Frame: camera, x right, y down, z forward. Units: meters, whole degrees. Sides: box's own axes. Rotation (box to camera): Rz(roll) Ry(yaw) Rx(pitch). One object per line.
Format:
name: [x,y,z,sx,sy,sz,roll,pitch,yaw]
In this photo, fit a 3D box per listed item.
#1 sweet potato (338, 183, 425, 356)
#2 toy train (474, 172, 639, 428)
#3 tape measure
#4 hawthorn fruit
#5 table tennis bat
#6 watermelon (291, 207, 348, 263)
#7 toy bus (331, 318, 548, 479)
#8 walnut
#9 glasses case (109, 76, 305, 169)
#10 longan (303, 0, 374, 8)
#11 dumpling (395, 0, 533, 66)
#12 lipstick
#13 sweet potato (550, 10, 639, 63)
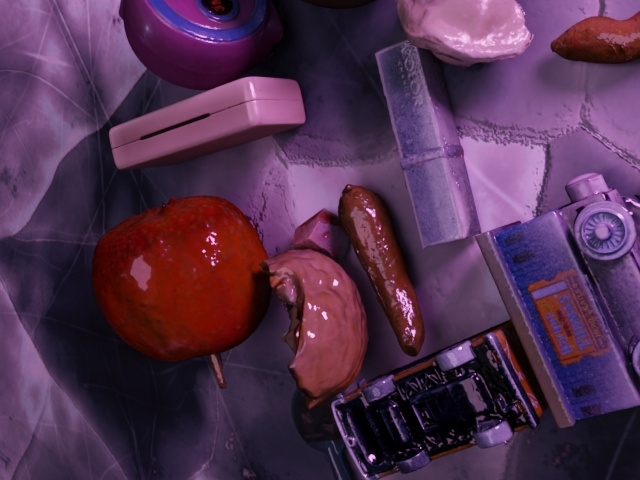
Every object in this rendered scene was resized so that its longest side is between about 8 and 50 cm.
sweet potato: [0.096,0.041,1.035,0.075,0.075,0.273,-28,77,34]
toy train: [0.333,0.077,0.852,0.202,0.131,0.299,-26,83,36]
tape measure: [-0.180,-0.353,1.069,0.231,0.245,0.149,63,149,12]
hawthorn fruit: [-0.216,0.092,1.153,0.287,0.287,0.330,-18,95,35]
table tennis bat: [0.015,0.330,1.171,0.124,0.033,0.201,-27,78,36]
watermelon: [-0.001,0.002,1.103,0.092,0.072,0.084,56,137,11]
toy bus: [0.169,0.222,0.966,0.275,0.167,0.138,-32,80,31]
walnut: [0.003,0.132,1.049,0.141,0.204,0.238,-17,113,1]
glasses case: [-0.195,-0.190,1.157,0.336,0.144,0.076,-10,93,34]
longan: [0.017,-0.434,0.929,0.215,0.246,0.246,-26,82,68]
dumpling: [0.174,-0.289,0.899,0.136,0.118,0.199,-34,57,-8]
lipstick: [0.151,-0.139,0.970,0.077,0.076,0.289,-14,90,36]
sweet potato: [0.380,-0.247,0.812,0.218,0.051,0.065,-7,92,35]
